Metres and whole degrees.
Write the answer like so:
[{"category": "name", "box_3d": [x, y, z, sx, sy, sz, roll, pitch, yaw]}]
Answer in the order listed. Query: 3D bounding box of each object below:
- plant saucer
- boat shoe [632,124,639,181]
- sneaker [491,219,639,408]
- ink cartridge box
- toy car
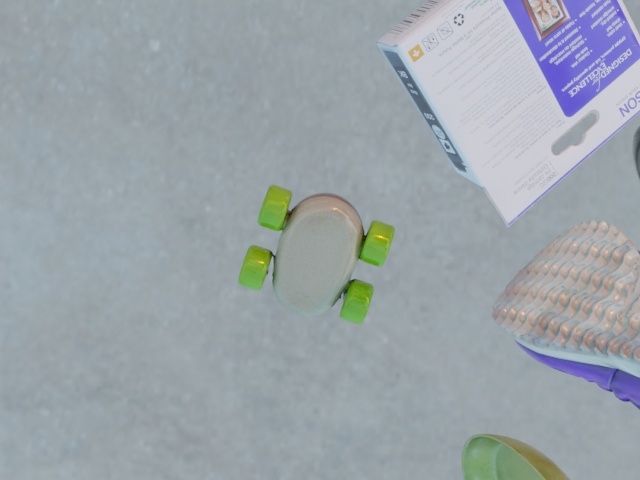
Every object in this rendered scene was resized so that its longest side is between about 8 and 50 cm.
[{"category": "plant saucer", "box_3d": [0.231, 0.297, 1.606, 0.037, 0.241, 0.241, -27, 143, -19]}, {"category": "boat shoe", "box_3d": [0.495, -0.016, 1.946, 0.132, 0.130, 0.355, -25, 130, 19]}, {"category": "sneaker", "box_3d": [0.223, 0.082, 0.977, 0.146, 0.102, 0.293, 49, 168, -24]}, {"category": "ink cartridge box", "box_3d": [0.182, -0.154, 1.377, 0.206, 0.045, 0.208, -40, 117, -11]}, {"category": "toy car", "box_3d": [0.000, 0.000, 1.882, 0.155, 0.188, 0.149, 19, 106, -1]}]
